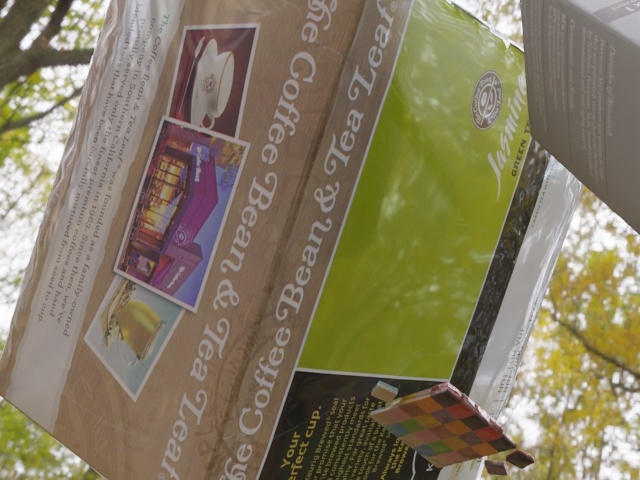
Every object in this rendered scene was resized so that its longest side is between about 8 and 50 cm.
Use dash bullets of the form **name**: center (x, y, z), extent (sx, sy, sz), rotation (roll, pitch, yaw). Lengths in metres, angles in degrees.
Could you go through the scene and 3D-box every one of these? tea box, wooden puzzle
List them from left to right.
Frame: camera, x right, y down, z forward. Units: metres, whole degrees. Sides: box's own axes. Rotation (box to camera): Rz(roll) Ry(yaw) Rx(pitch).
- **tea box**: center (0.000, 0.000, 0.644), extent (0.220, 0.329, 0.323), rotation (21, 4, 38)
- **wooden puzzle**: center (0.058, 0.088, 0.421), extent (0.083, 0.006, 0.049), rotation (40, -44, -22)

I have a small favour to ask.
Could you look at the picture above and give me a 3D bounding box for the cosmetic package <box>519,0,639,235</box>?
- **cosmetic package**: center (0.191, -0.048, 0.362), extent (0.127, 0.238, 0.107), rotation (-21, -55, -9)
